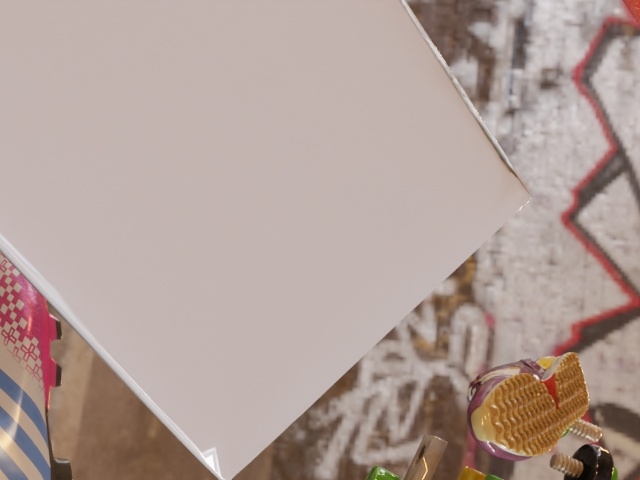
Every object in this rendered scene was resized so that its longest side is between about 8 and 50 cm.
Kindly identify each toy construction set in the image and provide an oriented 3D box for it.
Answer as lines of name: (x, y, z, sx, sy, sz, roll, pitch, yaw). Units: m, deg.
toy construction set: (0.113, 0.298, 1.086, 0.308, 0.237, 0.257, -62, -169, 15)

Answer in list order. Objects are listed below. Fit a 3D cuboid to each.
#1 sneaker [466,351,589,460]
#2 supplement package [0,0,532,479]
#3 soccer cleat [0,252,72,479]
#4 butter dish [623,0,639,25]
sneaker: (0.147, 0.136, 0.945, 0.185, 0.084, 0.069, -6, 81, -57)
supplement package: (-0.069, -0.062, 0.553, 0.262, 0.204, 0.145, 53, -11, -26)
soccer cleat: (-0.312, 0.142, 1.082, 0.116, 0.143, 0.331, -47, -131, 50)
butter dish: (0.341, -0.322, 1.193, 0.160, 0.160, 0.118, 36, 17, -50)
